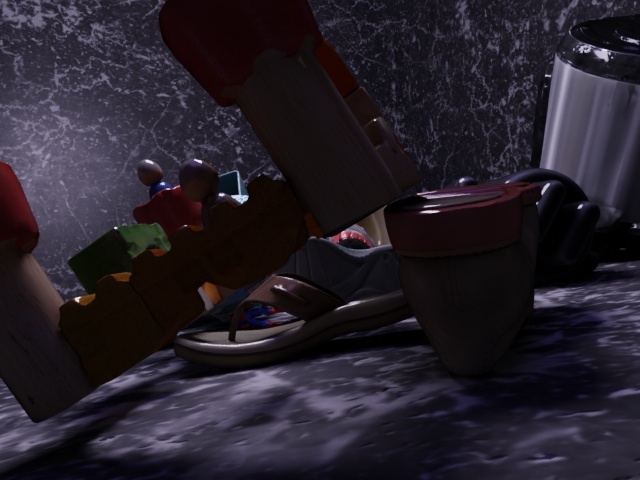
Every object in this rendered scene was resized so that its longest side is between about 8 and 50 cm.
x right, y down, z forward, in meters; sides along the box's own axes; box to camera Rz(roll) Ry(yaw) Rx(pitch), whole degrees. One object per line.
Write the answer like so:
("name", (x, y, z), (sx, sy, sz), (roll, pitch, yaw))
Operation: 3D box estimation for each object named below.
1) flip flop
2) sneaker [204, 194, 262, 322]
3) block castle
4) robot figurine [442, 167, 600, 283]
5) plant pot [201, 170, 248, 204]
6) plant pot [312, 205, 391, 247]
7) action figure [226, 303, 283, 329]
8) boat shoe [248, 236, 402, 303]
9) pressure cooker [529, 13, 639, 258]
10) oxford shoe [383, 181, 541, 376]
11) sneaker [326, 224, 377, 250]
("flip flop", (-0.010, 0.065, 0.566), (0.277, 0.080, 0.112), (-16, -2, 4))
("sneaker", (-0.190, 0.095, 0.878), (0.127, 0.208, 0.319), (35, 62, 30))
("block castle", (-0.099, -0.060, 0.514), (0.303, 0.213, 0.453), (-32, 0, 7))
("robot figurine", (0.310, -0.022, 0.889), (0.174, 0.209, 0.278), (-22, 1, -7))
("plant pot", (-0.186, 0.023, 1.091), (0.166, 0.165, 0.234), (-19, -46, 5))
("plant pot", (0.000, 0.000, 1.576), (0.323, 0.323, 0.280), (-8, -18, -41))
("action figure", (-0.099, 0.110, 0.814), (0.030, 0.038, 0.115), (14, -16, -40))
("boat shoe", (0.019, 0.059, 0.901), (0.320, 0.118, 0.103), (-3, -12, -32))
("pressure cooker", (0.594, -0.171, 1.046), (0.370, 0.420, 0.375), (-3, 33, 1))
("oxford shoe", (0.136, 0.017, 0.511), (0.123, 0.130, 0.348), (-5, 5, 26))
("sneaker", (0.078, 0.024, 1.051), (0.088, 0.092, 0.225), (-28, -39, 9))
